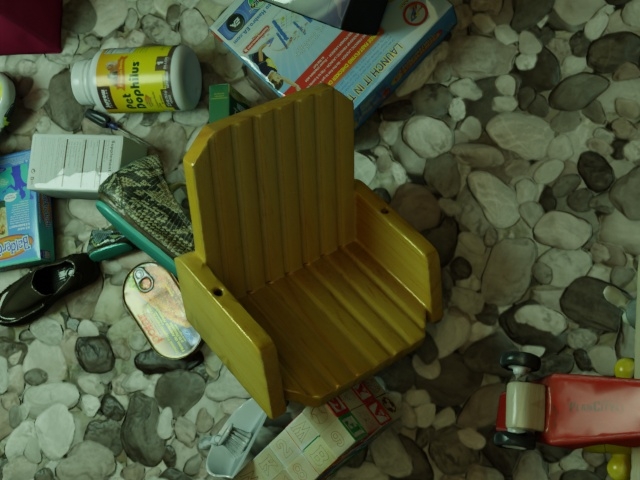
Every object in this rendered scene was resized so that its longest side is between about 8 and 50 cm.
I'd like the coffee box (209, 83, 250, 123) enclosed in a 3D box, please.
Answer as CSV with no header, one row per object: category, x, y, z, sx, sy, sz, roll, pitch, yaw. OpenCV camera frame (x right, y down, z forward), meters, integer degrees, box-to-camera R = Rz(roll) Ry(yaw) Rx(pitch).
coffee box,-0.155,-0.168,1.588,0.041,0.113,0.184,-4,80,15

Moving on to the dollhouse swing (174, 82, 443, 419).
dollhouse swing,0.000,0.000,1.336,0.347,0.305,0.315,-25,54,-32

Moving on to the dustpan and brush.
dustpan and brush,-0.154,0.325,1.493,0.060,0.211,0.147,30,61,-4

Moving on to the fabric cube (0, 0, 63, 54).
fabric cube,-0.643,-0.493,1.684,0.254,0.258,0.259,-1,82,13

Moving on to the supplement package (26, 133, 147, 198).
supplement package,-0.417,-0.130,1.653,0.179,0.105,0.105,3,83,14

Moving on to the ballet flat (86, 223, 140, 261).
ballet flat,-0.330,-0.014,1.639,0.189,0.070,0.070,-11,80,9

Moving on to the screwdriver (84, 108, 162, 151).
screwdriver,-0.362,-0.200,1.698,0.170,0.025,0.024,28,89,8

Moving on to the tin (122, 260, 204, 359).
tin,-0.274,0.123,1.617,0.106,0.040,0.189,-36,75,3

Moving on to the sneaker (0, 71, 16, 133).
sneaker,-0.751,-0.241,1.725,0.385,0.147,0.145,-9,80,16

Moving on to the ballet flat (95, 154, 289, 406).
ballet flat,-0.163,0.047,1.525,0.182,0.164,0.483,-40,86,-15

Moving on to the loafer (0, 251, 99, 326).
loafer,-0.510,0.082,1.660,0.220,0.078,0.080,-32,76,8

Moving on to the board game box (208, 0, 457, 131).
board game box,0.021,-0.371,1.584,0.308,0.086,0.302,-46,75,4

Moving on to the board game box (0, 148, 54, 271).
board game box,-0.578,-0.052,1.706,0.160,0.047,0.210,-9,79,19

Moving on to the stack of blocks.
stack of blocks,-0.027,0.346,1.450,0.297,0.171,0.087,-46,73,23

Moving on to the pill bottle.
pill bottle,-0.330,-0.287,1.646,0.215,0.117,0.117,0,82,15

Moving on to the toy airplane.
toy airplane,0.466,0.247,1.290,0.386,0.272,0.384,-53,41,16

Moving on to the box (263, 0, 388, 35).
box,-0.018,-0.511,1.438,0.294,0.183,0.296,23,106,16
